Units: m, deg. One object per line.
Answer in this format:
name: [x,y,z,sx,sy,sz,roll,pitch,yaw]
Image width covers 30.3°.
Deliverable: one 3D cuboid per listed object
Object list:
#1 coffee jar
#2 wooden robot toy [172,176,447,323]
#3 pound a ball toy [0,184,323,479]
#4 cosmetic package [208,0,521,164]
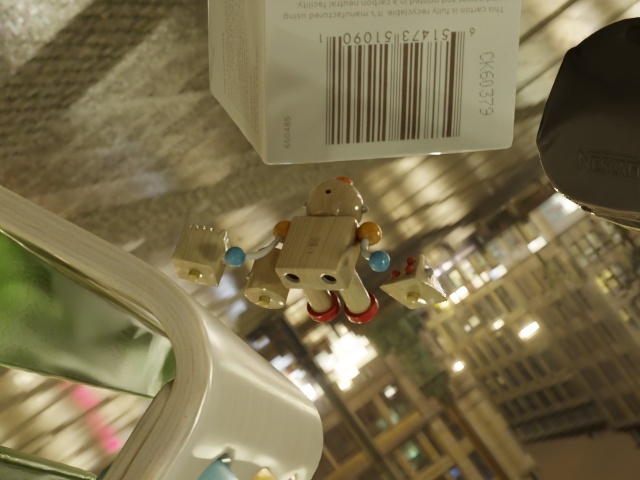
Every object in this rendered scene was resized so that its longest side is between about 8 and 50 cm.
coffee jar: [0.176,-0.024,0.466,0.096,0.184,0.079,16,-92,55]
wooden robot toy: [0.000,0.000,0.728,0.076,0.173,0.079,59,40,-51]
pound a ball toy: [-0.088,0.125,0.456,0.208,0.135,0.319,-59,167,-9]
cosmetic package: [0.018,-0.145,0.716,0.151,0.152,0.184,-5,-159,-14]
